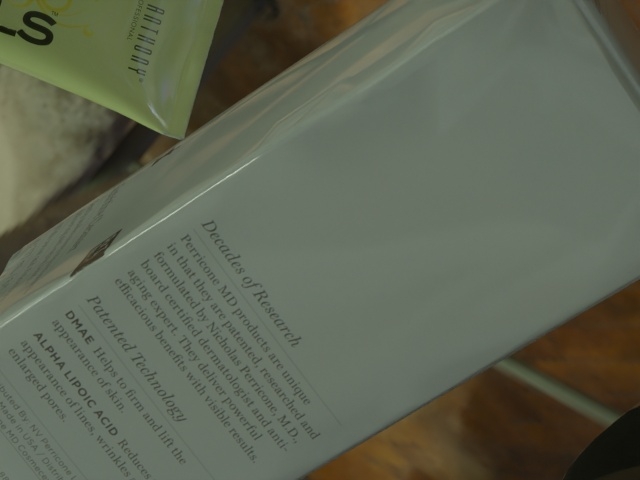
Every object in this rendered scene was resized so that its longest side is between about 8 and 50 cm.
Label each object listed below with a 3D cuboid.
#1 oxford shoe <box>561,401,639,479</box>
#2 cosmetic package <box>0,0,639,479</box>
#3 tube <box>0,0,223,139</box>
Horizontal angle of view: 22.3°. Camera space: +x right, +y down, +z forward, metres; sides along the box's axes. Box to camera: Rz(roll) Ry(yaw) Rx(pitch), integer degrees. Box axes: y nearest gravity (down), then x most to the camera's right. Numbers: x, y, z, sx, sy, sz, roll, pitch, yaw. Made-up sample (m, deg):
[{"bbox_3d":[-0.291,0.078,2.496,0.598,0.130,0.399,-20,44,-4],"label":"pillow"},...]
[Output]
[{"bbox_3d":[0.120,0.113,0.542,0.076,0.212,0.076,-12,115,40],"label":"oxford shoe"},{"bbox_3d":[0.000,0.000,0.841,0.385,0.217,0.156,-34,103,15],"label":"cosmetic package"},{"bbox_3d":[-0.157,-0.121,0.664,0.240,0.062,0.070,17,124,-4],"label":"tube"}]
